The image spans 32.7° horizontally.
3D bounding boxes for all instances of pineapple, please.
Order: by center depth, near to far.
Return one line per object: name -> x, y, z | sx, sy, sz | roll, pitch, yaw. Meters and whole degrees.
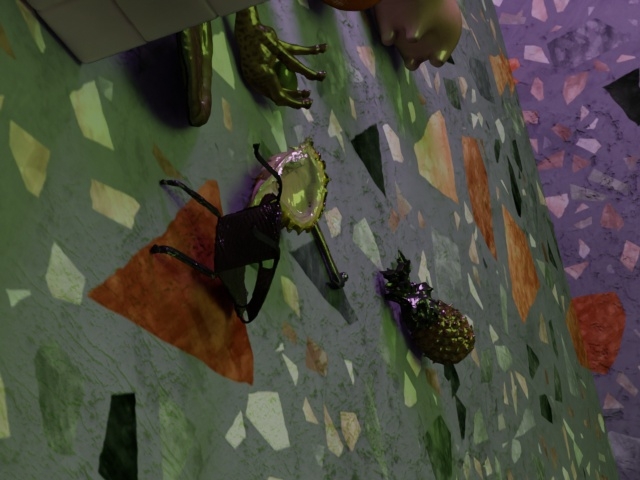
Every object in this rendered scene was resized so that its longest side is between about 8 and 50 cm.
pineapple -> 0.196, 0.133, 2.056 | 0.251, 0.125, 0.125 | 51, 32, -33

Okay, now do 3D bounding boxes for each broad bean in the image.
broad bean -> -0.060, -0.265, 1.781 | 0.083, 0.045, 0.063 | 21, 59, -72

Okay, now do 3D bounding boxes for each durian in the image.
durian -> -0.066, -0.070, 1.616 | 0.224, 0.078, 0.140 | -28, 115, -56

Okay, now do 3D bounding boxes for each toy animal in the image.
toy animal -> -0.085, -0.321, 1.686 | 0.275, 0.149, 0.054 | 50, -13, -24
toy animal -> 0.204, -0.535, 2.357 | 0.326, 0.237, 0.269 | 46, 45, -58

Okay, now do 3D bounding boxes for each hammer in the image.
hammer -> 0.000, 0.000, 1.795 | 0.182, 0.017, 0.062 | 67, 24, -16

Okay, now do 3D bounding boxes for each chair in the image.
chair -> -0.102, 0.002, 1.401 | 0.213, 0.149, 0.174 | 53, 29, -50

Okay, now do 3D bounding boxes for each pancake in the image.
pancake -> -0.170, -0.271, 1.446 | 0.250, 0.031, 0.250 | -5, 90, -89

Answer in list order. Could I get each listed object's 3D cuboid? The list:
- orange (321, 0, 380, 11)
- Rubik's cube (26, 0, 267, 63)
orange -> 0.046, -0.534, 2.029 | 0.224, 0.170, 0.224 | 19, 60, -38
Rubik's cube -> -0.207, -0.423, 1.213 | 0.291, 0.291, 0.291 | 50, 34, -44
